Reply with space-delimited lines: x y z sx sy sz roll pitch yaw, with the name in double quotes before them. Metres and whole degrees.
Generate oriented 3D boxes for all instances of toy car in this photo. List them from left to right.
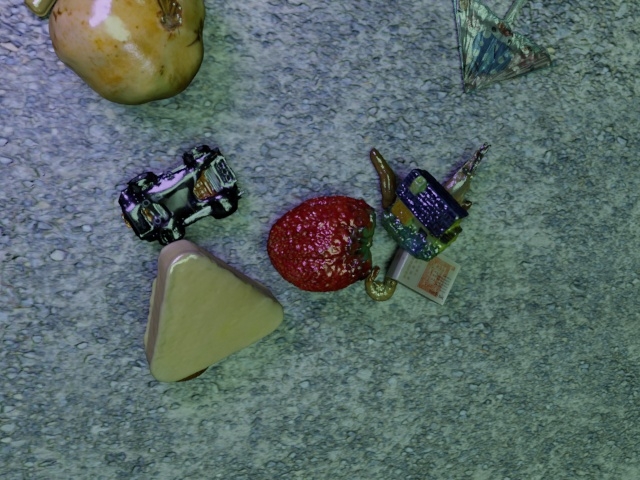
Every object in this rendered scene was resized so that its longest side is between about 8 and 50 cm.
"toy car" -0.356 -0.116 1.416 0.301 0.118 0.193 -27 116 -6

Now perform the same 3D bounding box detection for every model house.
"model house" 0.281 -0.071 1.505 0.170 0.211 0.194 -35 73 -11

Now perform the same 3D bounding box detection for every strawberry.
"strawberry" 0.000 0.000 1.490 0.288 0.250 0.238 4 112 10

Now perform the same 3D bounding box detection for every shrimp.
"shrimp" 0.187 0.106 1.672 0.095 0.045 0.162 16 106 4
"shrimp" 0.422 -0.167 1.642 0.117 0.066 0.262 23 113 -34

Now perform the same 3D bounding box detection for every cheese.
"cheese" -0.324 0.215 1.471 0.384 0.104 0.384 -13 121 -23

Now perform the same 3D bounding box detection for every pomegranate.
"pomegranate" -0.409 -0.458 1.208 0.333 0.332 0.332 -4 106 -14

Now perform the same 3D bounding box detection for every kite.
"kite" 0.502 -0.572 1.575 0.406 0.014 0.368 28 96 -19

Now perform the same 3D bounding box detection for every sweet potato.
"sweet potato" 0.183 -0.177 1.579 0.053 0.054 0.182 -22 108 -15

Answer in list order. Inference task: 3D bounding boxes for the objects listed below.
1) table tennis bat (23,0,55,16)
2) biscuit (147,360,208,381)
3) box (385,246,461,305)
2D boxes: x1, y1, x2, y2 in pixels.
"table tennis bat" -0.547 -0.639 1.264 0.198 0.050 0.321 40 88 -23
"biscuit" -0.391 0.313 1.575 0.188 0.027 0.187 -4 106 -15
"box" 0.305 0.089 1.656 0.201 0.058 0.141 31 83 -28
